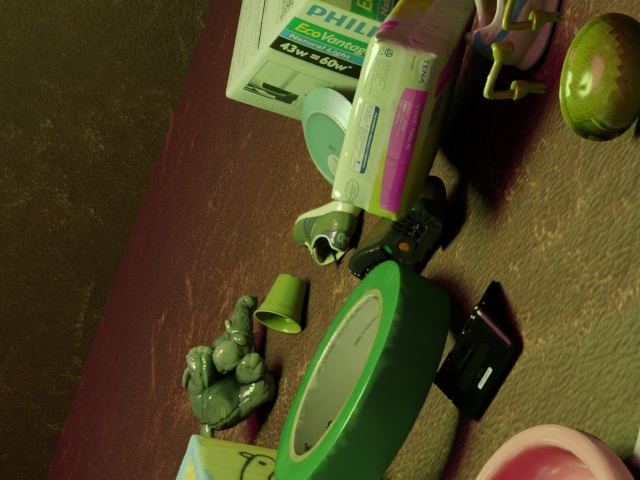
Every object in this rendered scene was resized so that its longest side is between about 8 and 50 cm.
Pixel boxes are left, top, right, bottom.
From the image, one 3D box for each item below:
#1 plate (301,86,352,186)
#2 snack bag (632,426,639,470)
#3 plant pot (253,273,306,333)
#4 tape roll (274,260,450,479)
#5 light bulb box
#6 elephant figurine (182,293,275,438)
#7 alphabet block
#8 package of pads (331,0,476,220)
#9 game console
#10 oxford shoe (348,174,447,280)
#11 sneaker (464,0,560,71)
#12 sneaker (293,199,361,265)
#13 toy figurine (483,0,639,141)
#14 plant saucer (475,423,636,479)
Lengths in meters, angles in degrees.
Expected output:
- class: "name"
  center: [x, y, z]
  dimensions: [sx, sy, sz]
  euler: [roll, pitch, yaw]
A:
- class: "plate"
  center: [0.023, -0.142, 1.926]
  dimensions: [0.188, 0.024, 0.188]
  euler: [38, 144, 36]
- class: "snack bag"
  center: [0.367, 0.062, 0.940]
  dimensions: [0.342, 0.037, 0.323]
  euler: [-158, 82, -72]
- class: "plant pot"
  center: [-0.059, 0.101, 2.095]
  dimensions: [0.083, 0.083, 0.079]
  euler: [-33, 34, 64]
- class: "tape roll"
  center: [0.049, 0.183, 1.584]
  dimensions: [0.321, 0.077, 0.321]
  euler: [-59, 11, 20]
- class: "light bulb box"
  center: [0.035, -0.409, 1.948]
  dimensions: [0.361, 0.225, 0.358]
  euler: [145, 136, -62]
- class: "elephant figurine"
  center: [-0.159, 0.224, 2.215]
  dimensions: [0.169, 0.186, 0.239]
  euler: [63, 180, -13]
- class: "alphabet block"
  center: [-0.108, 0.419, 1.804]
  dimensions: [0.192, 0.197, 0.193]
  euler: [-114, 42, -61]
- class: "package of pads"
  center: [0.110, -0.177, 1.571]
  dimensions: [0.296, 0.101, 0.229]
  euler: [-59, -16, -60]
- class: "game console"
  center: [0.187, 0.126, 1.453]
  dimensions: [0.107, 0.071, 0.122]
  euler: [47, 127, 33]
- class: "oxford shoe"
  center: [0.111, -0.011, 1.695]
  dimensions: [0.227, 0.083, 0.096]
  euler: [-46, 20, 51]
- class: "sneaker"
  center: [0.239, -0.323, 1.505]
  dimensions: [0.087, 0.092, 0.229]
  euler: [174, 110, -72]
- class: "sneaker"
  center: [0.000, 0.000, 1.999]
  dimensions: [0.192, 0.064, 0.086]
  euler: [-29, 45, 61]
- class: "toy figurine"
  center: [0.306, -0.262, 1.136]
  dimensions: [0.217, 0.191, 0.362]
  euler: [32, 108, 66]
- class: "plant saucer"
  center: [0.211, 0.333, 1.119]
  dimensions: [0.332, 0.084, 0.332]
  euler: [-165, 90, -71]
